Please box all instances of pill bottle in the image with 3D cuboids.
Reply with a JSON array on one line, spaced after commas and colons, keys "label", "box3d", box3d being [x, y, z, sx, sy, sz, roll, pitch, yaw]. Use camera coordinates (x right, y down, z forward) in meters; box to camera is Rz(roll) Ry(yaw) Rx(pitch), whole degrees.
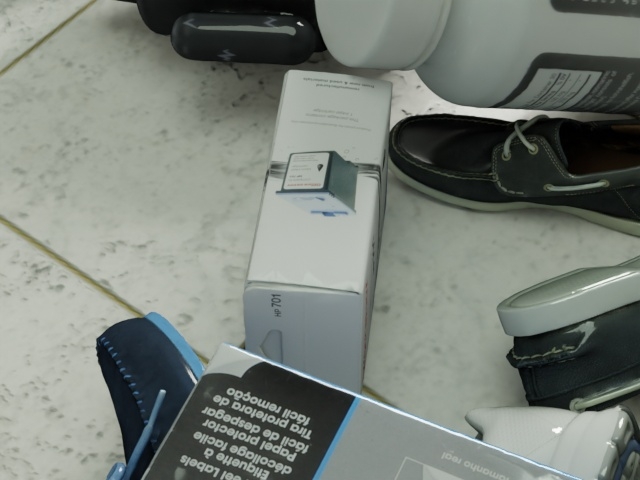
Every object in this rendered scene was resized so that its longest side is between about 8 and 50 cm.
[{"label": "pill bottle", "box3d": [0.165, -0.181, 1.367, 0.319, 0.176, 0.176, 1, 47, -25]}]

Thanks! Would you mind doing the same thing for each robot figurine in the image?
[{"label": "robot figurine", "box3d": [-0.046, -0.238, 1.481, 0.278, 0.173, 0.209, 7, 94, 8]}]

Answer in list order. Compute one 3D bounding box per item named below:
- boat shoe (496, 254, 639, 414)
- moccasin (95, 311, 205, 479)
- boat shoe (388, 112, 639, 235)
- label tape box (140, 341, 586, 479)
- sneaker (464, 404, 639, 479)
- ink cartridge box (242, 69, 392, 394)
[{"label": "boat shoe", "box3d": [0.267, 0.042, 1.301, 0.303, 0.091, 0.114, -17, 8, -10]}, {"label": "moccasin", "box3d": [-0.081, 0.188, 1.164, 0.117, 0.137, 0.342, -23, 53, -11]}, {"label": "boat shoe", "box3d": [0.162, -0.066, 1.399, 0.233, 0.079, 0.084, 10, 53, 12]}, {"label": "label tape box", "box3d": [-0.014, 0.251, 0.988, 0.249, 0.115, 0.347, 21, 56, 14]}, {"label": "sneaker", "box3d": [0.102, 0.221, 1.167, 0.129, 0.111, 0.297, 7, 46, 29]}, {"label": "ink cartridge box", "box3d": [0.000, 0.000, 1.309, 0.082, 0.139, 0.190, 5, 52, 3]}]
